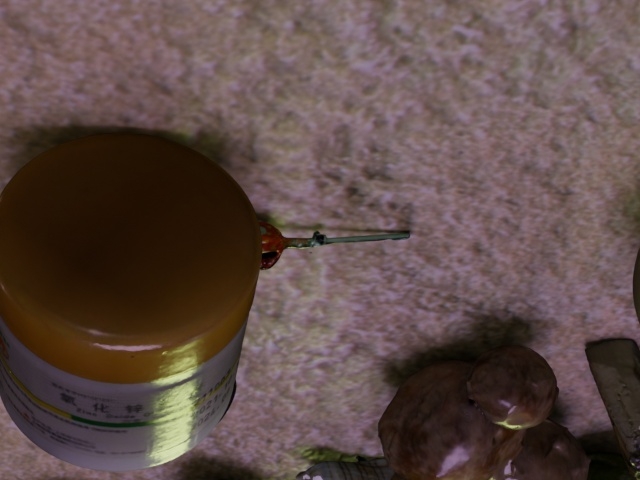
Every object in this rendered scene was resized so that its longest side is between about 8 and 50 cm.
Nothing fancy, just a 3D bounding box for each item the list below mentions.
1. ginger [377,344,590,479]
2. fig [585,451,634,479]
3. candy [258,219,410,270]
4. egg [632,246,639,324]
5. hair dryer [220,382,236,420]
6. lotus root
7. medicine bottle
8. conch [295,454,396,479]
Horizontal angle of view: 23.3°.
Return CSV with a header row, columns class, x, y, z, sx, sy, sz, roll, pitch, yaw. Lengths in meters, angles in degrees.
class,x,y,z,sx,sy,sz,roll,pitch,yaw
ginger,0.176,0.233,1.746,0.244,0.155,0.304,-13,141,6
fig,0.369,0.366,1.931,0.203,0.203,0.235,-22,159,22
candy,0.000,0.000,1.535,0.184,0.049,0.055,-4,174,-13
egg,0.396,0.032,1.482,0.186,0.186,0.242,1,141,-6
hair dryer,-0.240,0.145,1.691,0.271,0.091,0.235,26,145,-16
lotus root,0.358,0.196,1.738,0.070,0.144,0.143,-21,148,8
medicine bottle,-0.182,0.060,1.428,0.237,0.238,0.232,3,142,-8
conch,0.151,0.370,1.921,0.386,0.169,0.203,29,106,-38
